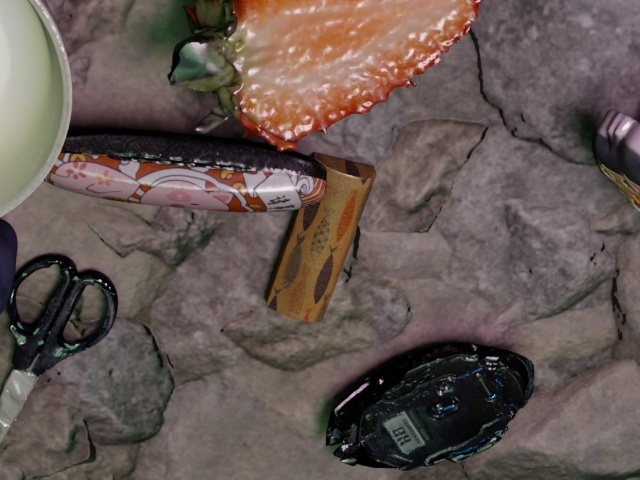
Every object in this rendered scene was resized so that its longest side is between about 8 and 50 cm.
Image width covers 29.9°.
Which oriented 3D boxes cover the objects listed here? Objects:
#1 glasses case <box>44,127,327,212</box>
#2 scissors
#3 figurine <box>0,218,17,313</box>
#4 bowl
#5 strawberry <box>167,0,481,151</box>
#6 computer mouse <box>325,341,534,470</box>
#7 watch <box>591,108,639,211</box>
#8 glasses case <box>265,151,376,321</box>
[{"bbox_3d":[-0.127,-0.064,1.103,0.267,0.103,0.067,6,87,-6],"label":"glasses case"},{"bbox_3d":[-0.309,0.143,1.243,0.109,0.022,0.300,26,112,-16],"label":"scissors"},{"bbox_3d":[-0.378,0.056,1.119,0.222,0.145,0.145,-35,117,15],"label":"figurine"},{"bbox_3d":[-0.343,-0.151,1.008,0.277,0.145,0.277,-3,117,-5],"label":"bowl"},{"bbox_3d":[-0.007,-0.192,1.061,0.286,0.106,0.188,-18,125,-12],"label":"strawberry"},{"bbox_3d":[0.116,0.173,1.286,0.242,0.077,0.146,-25,119,10],"label":"computer mouse"},{"bbox_3d":[0.397,-0.096,1.122,0.244,0.196,0.231,40,100,-21],"label":"watch"},{"bbox_3d":[0.000,0.000,1.197,0.065,0.041,0.169,13,116,-14],"label":"glasses case"}]
